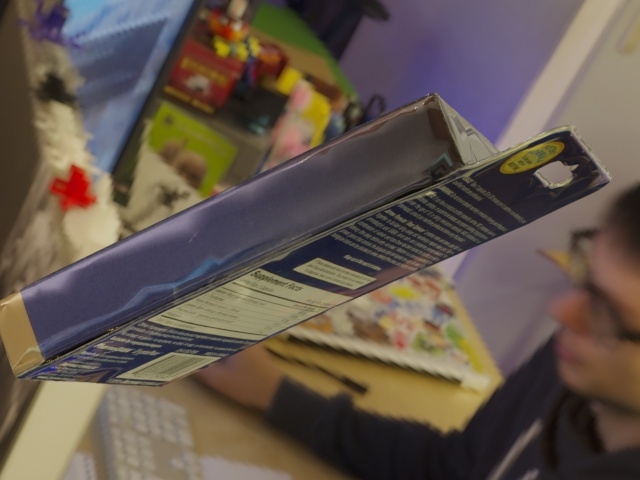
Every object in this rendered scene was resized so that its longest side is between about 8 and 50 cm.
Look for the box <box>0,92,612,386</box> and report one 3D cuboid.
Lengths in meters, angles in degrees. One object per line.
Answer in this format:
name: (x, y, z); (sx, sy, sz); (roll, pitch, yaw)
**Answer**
box: (0.000, 0.000, 0.611); (0.036, 0.225, 0.136); (70, 14, 13)
